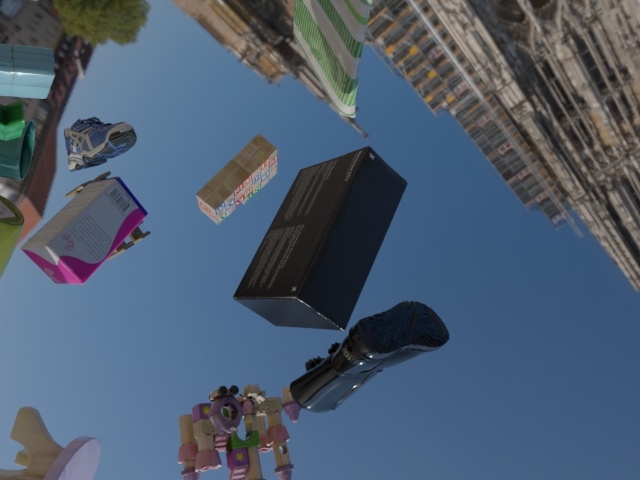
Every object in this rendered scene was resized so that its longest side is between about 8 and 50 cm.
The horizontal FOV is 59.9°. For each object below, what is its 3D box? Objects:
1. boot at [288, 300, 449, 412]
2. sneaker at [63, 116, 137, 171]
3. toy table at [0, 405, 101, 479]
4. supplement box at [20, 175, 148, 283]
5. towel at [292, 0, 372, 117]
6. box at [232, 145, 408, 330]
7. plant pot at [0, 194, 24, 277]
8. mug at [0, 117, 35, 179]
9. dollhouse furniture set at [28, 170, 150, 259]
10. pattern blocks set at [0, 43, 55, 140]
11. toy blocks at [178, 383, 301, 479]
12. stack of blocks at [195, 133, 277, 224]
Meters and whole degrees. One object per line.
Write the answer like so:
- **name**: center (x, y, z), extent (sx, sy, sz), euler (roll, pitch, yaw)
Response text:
- **boot**: center (0.083, 0.203, 0.960), extent (0.207, 0.247, 0.094), euler (-47, -119, 34)
- **sneaker**: center (-0.396, -0.177, 0.967), extent (0.211, 0.081, 0.080), euler (-8, -168, 42)
- **toy table**: center (-0.599, 0.498, 1.185), extent (0.274, 0.161, 0.252), euler (110, -6, -70)
- **supplement box**: center (-0.494, -0.022, 1.175), extent (0.114, 0.111, 0.220), euler (-4, -140, 36)
- **towel**: center (0.017, -0.387, 0.930), extent (0.038, 0.324, 0.247), euler (-20, -113, -13)
- **box**: center (0.000, 0.000, 0.860), extent (0.184, 0.103, 0.261), euler (-11, -132, 55)
- **plant pot**: center (-0.945, 0.015, 1.481), extent (0.293, 0.275, 0.274), euler (-44, -143, 7)
- **mug**: center (-0.656, -0.197, 1.147), extent (0.158, 0.098, 0.129), euler (-158, -101, -70)
- **dollhouse furniture set**: center (-0.648, -0.036, 1.548), extent (0.161, 0.212, 0.242), euler (-24, -167, 31)
- **pattern blocks set**: center (-0.340, -0.094, 0.316), extent (0.286, 0.325, 0.026), euler (-9, -94, 48)
- **toy blocks**: center (-0.189, 0.540, 1.430), extent (0.309, 0.289, 0.259), euler (-43, -129, 44)
- **stack of blocks**: center (-0.272, -0.193, 1.845), extent (0.297, 0.087, 0.171), euler (-48, 170, -19)
